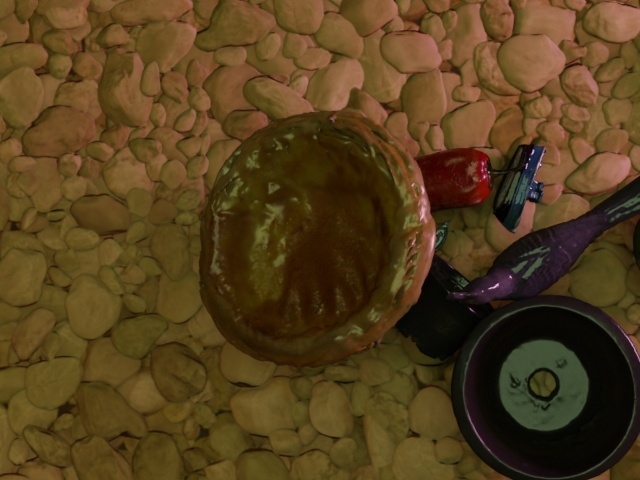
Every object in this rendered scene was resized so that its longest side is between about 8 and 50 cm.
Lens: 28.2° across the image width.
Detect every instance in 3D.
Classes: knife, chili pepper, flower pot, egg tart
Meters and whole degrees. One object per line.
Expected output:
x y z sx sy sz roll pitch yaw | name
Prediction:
0.120 0.048 1.930 0.210 0.015 0.028 -40 78 2 | knife
0.218 -0.096 1.885 0.192 0.084 0.086 -11 110 21 | chili pepper
0.170 0.103 1.861 0.157 0.157 0.107 41 104 7 | flower pot
0.000 0.000 1.838 0.387 0.169 0.388 -7 76 28 | egg tart
0.324 0.210 1.823 0.268 0.166 0.269 0 88 9 | flower pot

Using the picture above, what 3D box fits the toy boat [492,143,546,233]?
0.303 -0.079 1.899 0.060 0.060 0.137 25 83 -17 | toy boat

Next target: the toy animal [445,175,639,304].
0.321 0.026 1.820 0.367 0.206 0.081 -28 77 -13 | toy animal

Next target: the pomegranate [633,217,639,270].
0.529 -0.013 1.828 0.179 0.180 0.210 -14 54 5 | pomegranate
